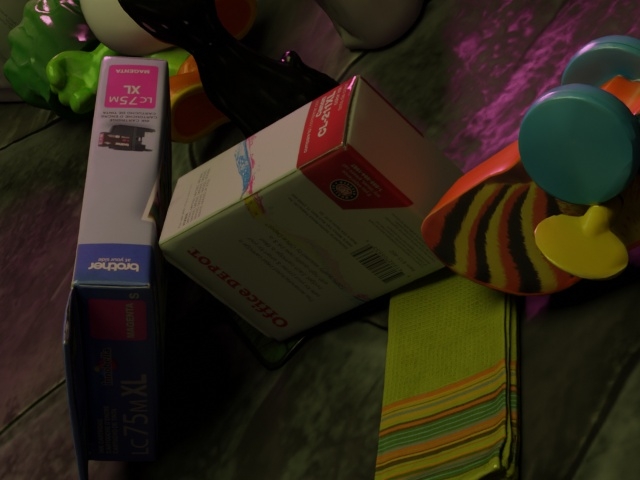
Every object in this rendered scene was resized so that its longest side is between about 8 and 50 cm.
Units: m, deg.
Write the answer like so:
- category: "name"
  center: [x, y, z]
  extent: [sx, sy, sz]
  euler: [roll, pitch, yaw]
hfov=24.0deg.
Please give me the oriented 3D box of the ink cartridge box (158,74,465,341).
- category: "ink cartridge box"
  center: [-0.004, -0.017, 1.030]
  extent: [0.175, 0.127, 0.072]
  euler: [-26, 38, 35]

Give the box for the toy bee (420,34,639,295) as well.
- category: "toy bee"
  center: [0.192, -0.041, 0.859]
  extent: [0.195, 0.162, 0.298]
  euler: [-46, -2, -28]

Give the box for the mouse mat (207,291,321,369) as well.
- category: "mouse mat"
  center: [0.000, 0.000, 1.142]
  extent: [0.189, 0.007, 0.152]
  euler: [-45, 33, 0]

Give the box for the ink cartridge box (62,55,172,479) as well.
- category: "ink cartridge box"
  center: [-0.145, 0.027, 1.123]
  extent: [0.065, 0.185, 0.311]
  euler: [2, 42, -1]

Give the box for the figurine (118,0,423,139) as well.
- category: "figurine"
  center: [-0.037, -0.200, 1.208]
  extent: [0.092, 0.209, 0.215]
  euler: [12, 63, 52]

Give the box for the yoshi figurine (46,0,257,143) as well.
- category: "yoshi figurine"
  center: [-0.219, -0.237, 1.375]
  extent: [0.203, 0.203, 0.362]
  euler: [-50, 51, 5]

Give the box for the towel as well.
- category: "towel"
  center: [0.080, 0.068, 0.968]
  extent: [0.102, 0.021, 0.237]
  euler: [-24, 39, 29]

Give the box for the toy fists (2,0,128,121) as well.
- category: "toy fists"
  center: [-0.209, -0.245, 1.553]
  extent: [0.279, 0.096, 0.142]
  euler: [-47, 49, -1]

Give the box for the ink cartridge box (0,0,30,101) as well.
- category: "ink cartridge box"
  center: [-0.333, -0.257, 1.670]
  extent: [0.128, 0.127, 0.176]
  euler: [4, 58, 48]
